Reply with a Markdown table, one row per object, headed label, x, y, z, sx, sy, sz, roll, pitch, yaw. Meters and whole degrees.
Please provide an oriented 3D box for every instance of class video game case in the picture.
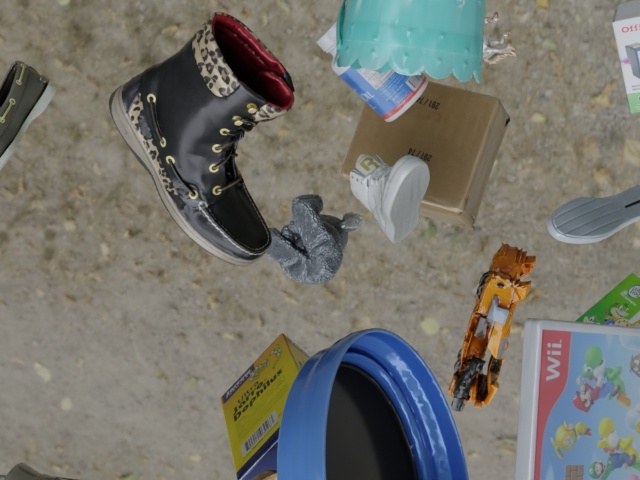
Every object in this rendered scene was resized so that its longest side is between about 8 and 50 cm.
| label | x | y | z | sx | sy | sz | roll | pitch | yaw |
| --- | --- | --- | --- | --- | --- | --- | --- | --- | --- |
| video game case | 0.319 | 0.189 | 0.866 | 0.285 | 0.204 | 0.025 | 7 | 175 | -24 |

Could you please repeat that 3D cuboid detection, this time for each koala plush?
| label | x | y | z | sx | sy | sz | roll | pitch | yaw |
| --- | --- | --- | --- | --- | --- | --- | --- | --- | --- |
| koala plush | 0.000 | 0.000 | 2.154 | 0.196 | 0.221 | 0.203 | -42 | 81 | 27 |

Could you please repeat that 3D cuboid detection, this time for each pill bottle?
| label | x | y | z | sx | sy | sz | roll | pitch | yaw |
| --- | --- | --- | --- | --- | --- | --- | --- | --- | --- |
| pill bottle | 0.101 | -0.356 | 1.739 | 0.221 | 0.124 | 0.124 | 43 | 136 | -12 |

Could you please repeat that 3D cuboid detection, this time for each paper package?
| label | x | y | z | sx | sy | sz | roll | pitch | yaw |
| --- | --- | --- | --- | --- | --- | --- | --- | --- | --- |
| paper package | 0.256 | -0.223 | 2.087 | 0.325 | 0.309 | 0.168 | 17 | 172 | 24 |

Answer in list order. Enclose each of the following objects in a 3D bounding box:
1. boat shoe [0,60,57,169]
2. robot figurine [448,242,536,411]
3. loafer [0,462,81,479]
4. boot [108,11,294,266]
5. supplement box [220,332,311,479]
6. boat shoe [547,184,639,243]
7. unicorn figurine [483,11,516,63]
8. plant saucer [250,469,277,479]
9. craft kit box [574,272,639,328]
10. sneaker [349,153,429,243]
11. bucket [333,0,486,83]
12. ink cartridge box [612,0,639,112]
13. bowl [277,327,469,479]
| label | x | y | z | sx | sy | sz | roll | pitch | yaw |
| --- | --- | --- | --- | --- | --- | --- | --- | --- | --- |
| boat shoe | -0.596 | -0.208 | 1.588 | 0.109 | 0.305 | 0.091 | -21 | 128 | 43 |
| robot figurine | 0.294 | 0.163 | 1.502 | 0.085 | 0.211 | 0.291 | 17 | 117 | 12 |
| loafer | -0.291 | 0.283 | 0.867 | 0.319 | 0.112 | 0.111 | -6 | 115 | 9 |
| boot | -0.151 | -0.158 | 1.405 | 0.284 | 0.138 | 0.377 | -31 | 95 | 39 |
| supplement box | -0.043 | 0.355 | 1.626 | 0.194 | 0.356 | 0.195 | 43 | 92 | -18 |
| boat shoe | 0.644 | -0.046 | 1.983 | 0.302 | 0.109 | 0.094 | -14 | 157 | -21 |
| unicorn figurine | 0.325 | -0.428 | 1.773 | 0.111 | 0.060 | 0.162 | -18 | 108 | 44 |
| plant saucer | -0.096 | 0.380 | 1.337 | 0.015 | 0.083 | 0.083 | 51 | 146 | 25 |
| craft kit box | 0.655 | 0.223 | 1.810 | 0.250 | 0.246 | 0.061 | 48 | 175 | 48 |
| sneaker | 0.124 | -0.119 | 1.731 | 0.169 | 0.108 | 0.292 | 50 | 163 | 19 |
| bucket | 0.165 | -0.387 | 1.543 | 0.281 | 0.281 | 0.183 | 10 | 101 | 16 |
| ink cartridge box | 0.687 | -0.378 | 1.736 | 0.154 | 0.093 | 0.212 | -5 | 123 | 29 |
| bowl | 0.077 | 0.308 | 1.068 | 0.077 | 0.391 | 0.391 | -17 | 124 | 29 |
